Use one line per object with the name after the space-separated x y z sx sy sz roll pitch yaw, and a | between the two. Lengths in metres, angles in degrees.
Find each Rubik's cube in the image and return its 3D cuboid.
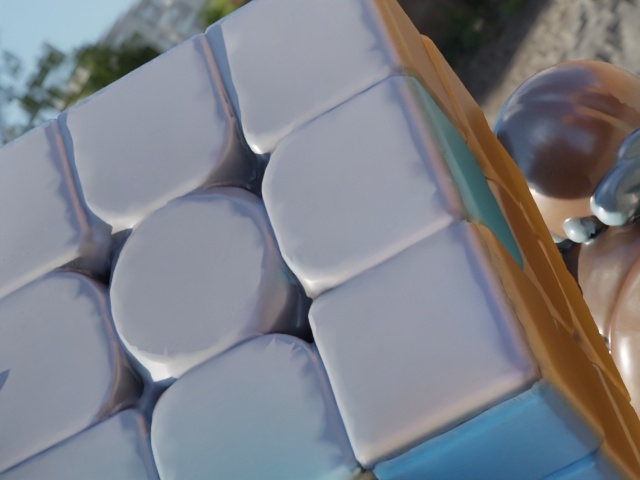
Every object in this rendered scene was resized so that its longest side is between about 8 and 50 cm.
-0.006 0.073 0.997 0.290 0.291 0.292 -29 -33 12 | Rubik's cube

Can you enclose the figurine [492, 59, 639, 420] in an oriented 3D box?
0.283 0.036 1.306 0.388 0.248 0.276 7 -80 -50 | figurine
